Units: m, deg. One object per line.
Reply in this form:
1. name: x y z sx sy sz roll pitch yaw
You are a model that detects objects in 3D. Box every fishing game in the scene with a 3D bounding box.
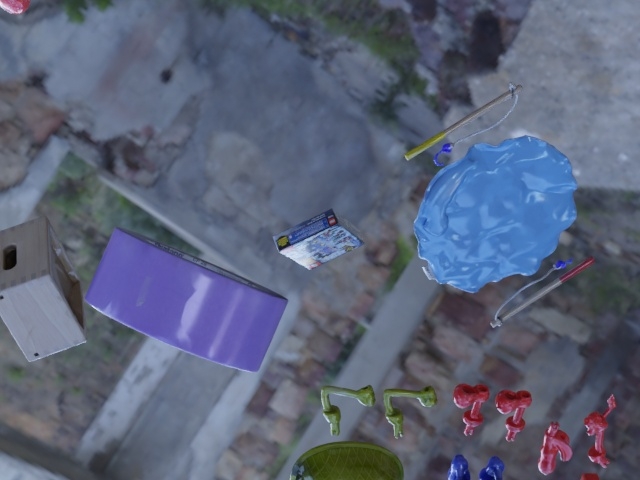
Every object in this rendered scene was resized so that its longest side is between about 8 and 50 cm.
1. fishing game: 0.182 -0.028 1.217 0.264 0.189 0.041 54 -178 -35

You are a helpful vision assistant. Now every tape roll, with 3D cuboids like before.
1. tape roll: -0.132 0.058 1.152 0.189 0.080 0.189 23 180 0

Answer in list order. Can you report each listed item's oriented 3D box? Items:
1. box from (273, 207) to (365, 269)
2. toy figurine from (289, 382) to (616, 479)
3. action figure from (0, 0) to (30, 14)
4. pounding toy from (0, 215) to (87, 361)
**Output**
1. box: 0.000 0.000 1.641 0.027 0.094 0.137 69 -167 18
2. toy figurine: 0.164 0.290 1.204 0.362 0.191 0.217 6 -146 -12
3. action figure: -0.373 -0.274 1.052 0.280 0.091 0.139 35 160 7
4. pounding toy: -0.335 0.057 1.329 0.141 0.100 0.130 -110 1 -50
